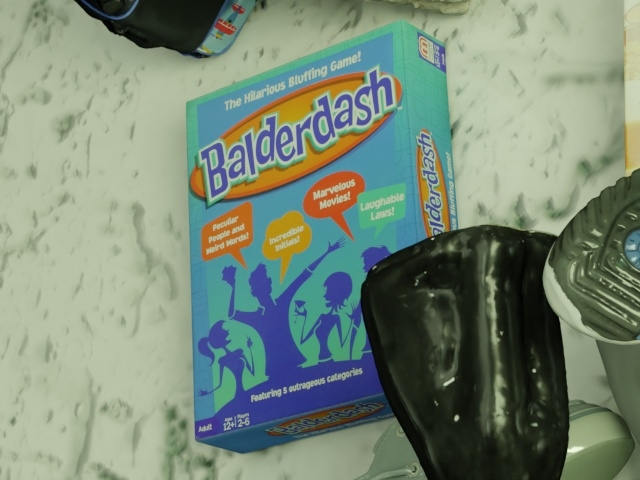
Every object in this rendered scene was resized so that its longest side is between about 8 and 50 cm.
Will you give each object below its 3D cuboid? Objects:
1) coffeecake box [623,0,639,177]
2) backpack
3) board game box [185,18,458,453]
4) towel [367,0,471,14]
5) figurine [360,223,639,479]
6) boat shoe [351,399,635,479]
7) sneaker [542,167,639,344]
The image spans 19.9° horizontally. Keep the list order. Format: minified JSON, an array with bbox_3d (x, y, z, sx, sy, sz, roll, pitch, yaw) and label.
[{"bbox_3d":[0.221,-0.118,0.868,0.142,0.068,0.185,-10,70,35],"label":"coffeecake box"},{"bbox_3d":[-0.113,-0.212,1.132,0.173,0.117,0.158,33,98,40],"label":"backpack"},{"bbox_3d":[0.000,0.000,1.019,0.160,0.047,0.210,-18,64,33],"label":"board game box"},{"bbox_3d":[-0.035,-0.232,1.011,0.282,0.049,0.187,7,76,-6],"label":"towel"},{"bbox_3d":[0.127,0.112,0.779,0.092,0.215,0.209,-28,63,51],"label":"figurine"},{"bbox_3d":[0.051,0.125,0.917,0.227,0.079,0.081,-35,61,29],"label":"boat shoe"},{"bbox_3d":[0.168,0.006,0.733,0.081,0.211,0.080,-48,63,49],"label":"sneaker"}]
